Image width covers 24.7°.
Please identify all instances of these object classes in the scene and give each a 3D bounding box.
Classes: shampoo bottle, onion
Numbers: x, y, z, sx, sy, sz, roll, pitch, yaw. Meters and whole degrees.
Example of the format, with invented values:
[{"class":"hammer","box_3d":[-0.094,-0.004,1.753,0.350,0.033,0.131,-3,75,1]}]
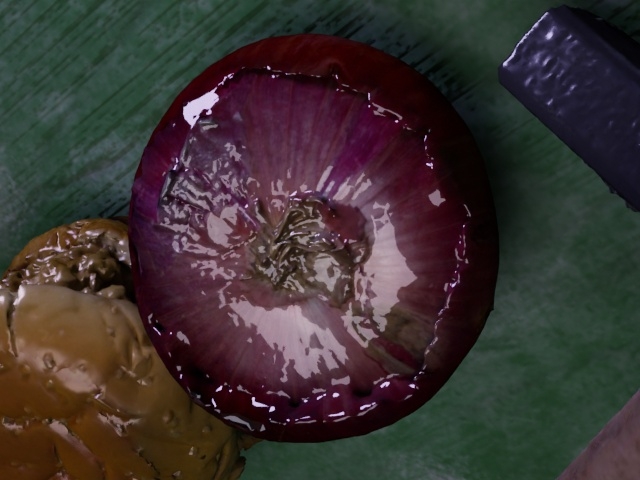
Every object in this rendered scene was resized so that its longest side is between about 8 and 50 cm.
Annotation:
[{"class":"shampoo bottle","box_3d":[0.224,-0.001,0.738,0.071,0.098,0.309,-50,63,16]},{"class":"onion","box_3d":[-0.006,0.000,0.889,0.248,0.161,0.248,0,99,-1]}]

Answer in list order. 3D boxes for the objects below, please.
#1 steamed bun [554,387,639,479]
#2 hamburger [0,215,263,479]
[{"class":"steamed bun","box_3d":[0.206,0.134,0.569,0.251,0.199,0.301,49,147,25]},{"class":"hamburger","box_3d":[-0.151,0.107,1.023,0.244,0.163,0.244,10,124,16]}]
